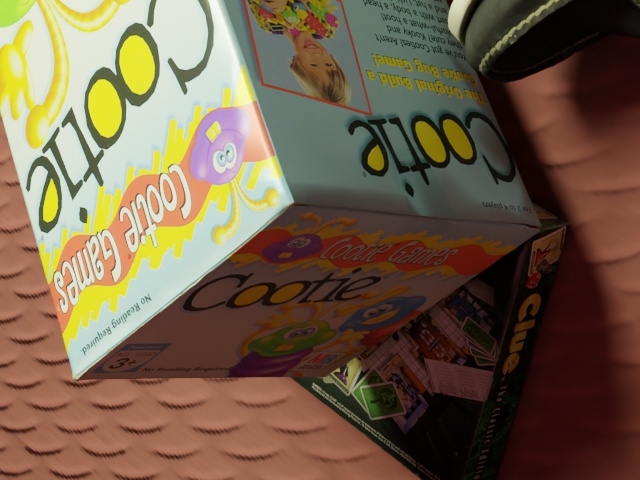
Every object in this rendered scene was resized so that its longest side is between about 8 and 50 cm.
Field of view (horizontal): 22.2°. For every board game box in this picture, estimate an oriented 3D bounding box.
[{"bbox_3d":[-0.047,-0.094,0.689,0.142,0.144,0.275,-38,61,37],"label":"board game box"},{"bbox_3d":[0.000,0.000,0.772,0.260,0.030,0.136,35,123,41],"label":"board game box"}]

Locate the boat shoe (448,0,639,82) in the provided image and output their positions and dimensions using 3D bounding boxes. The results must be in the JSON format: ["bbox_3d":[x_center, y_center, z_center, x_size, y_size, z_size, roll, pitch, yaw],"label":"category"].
[{"bbox_3d":[0.134,-0.098,0.558,0.233,0.084,0.079,-24,77,45],"label":"boat shoe"}]
